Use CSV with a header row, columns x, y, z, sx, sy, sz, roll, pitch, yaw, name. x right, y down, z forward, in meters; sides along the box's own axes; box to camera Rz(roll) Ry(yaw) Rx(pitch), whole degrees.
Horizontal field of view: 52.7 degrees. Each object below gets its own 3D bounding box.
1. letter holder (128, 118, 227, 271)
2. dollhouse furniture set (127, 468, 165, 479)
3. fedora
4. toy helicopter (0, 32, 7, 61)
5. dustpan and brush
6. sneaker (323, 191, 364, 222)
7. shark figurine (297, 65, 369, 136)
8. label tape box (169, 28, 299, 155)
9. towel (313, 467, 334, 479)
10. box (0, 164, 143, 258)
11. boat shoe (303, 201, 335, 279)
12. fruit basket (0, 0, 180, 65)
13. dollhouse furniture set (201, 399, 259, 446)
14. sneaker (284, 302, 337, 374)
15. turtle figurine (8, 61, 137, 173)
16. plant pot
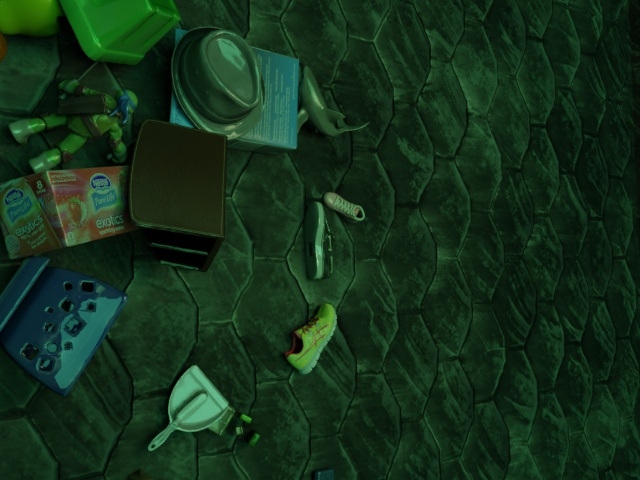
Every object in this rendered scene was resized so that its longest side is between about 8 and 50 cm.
x,y,z,sx,sy,sz,roll,pitch,yaw,name
-0.340,-0.107,1.484,0.214,0.152,0.302,11,54,-21,letter holder
-0.396,0.620,1.481,0.144,0.123,0.151,-28,102,-32,dollhouse furniture set
-0.220,-0.385,1.532,0.243,0.124,0.275,-28,102,-30,fedora
-0.756,-0.277,1.272,0.234,0.140,0.355,-6,87,4,toy helicopter
-0.336,0.426,1.567,0.211,0.060,0.147,-42,101,-19,dustpan and brush
0.074,-0.098,1.876,0.134,0.070,0.051,38,70,-25,sneaker
0.033,-0.339,1.789,0.278,0.116,0.166,36,63,-51,shark figurine
-0.230,-0.372,1.665,0.347,0.115,0.249,5,84,-31,label tape box
0.008,0.699,1.805,0.067,0.029,0.120,4,86,-34,towel
-0.508,-0.069,1.349,0.300,0.142,0.154,-27,104,-72,box
0.000,0.000,1.821,0.070,0.077,0.219,-4,97,-33,boat shoe
-0.551,-0.551,1.412,0.283,0.392,0.392,-49,123,-74,fruit basket
-0.228,0.472,1.665,0.151,0.058,0.076,32,77,-8,dollhouse furniture set
-0.028,0.258,1.779,0.094,0.081,0.209,36,69,-25,sneaker
-0.535,-0.254,1.458,0.266,0.275,0.198,-29,127,-12,turtle figurine
-0.566,0.163,1.339,0.212,0.236,0.236,34,69,-20,plant pot
